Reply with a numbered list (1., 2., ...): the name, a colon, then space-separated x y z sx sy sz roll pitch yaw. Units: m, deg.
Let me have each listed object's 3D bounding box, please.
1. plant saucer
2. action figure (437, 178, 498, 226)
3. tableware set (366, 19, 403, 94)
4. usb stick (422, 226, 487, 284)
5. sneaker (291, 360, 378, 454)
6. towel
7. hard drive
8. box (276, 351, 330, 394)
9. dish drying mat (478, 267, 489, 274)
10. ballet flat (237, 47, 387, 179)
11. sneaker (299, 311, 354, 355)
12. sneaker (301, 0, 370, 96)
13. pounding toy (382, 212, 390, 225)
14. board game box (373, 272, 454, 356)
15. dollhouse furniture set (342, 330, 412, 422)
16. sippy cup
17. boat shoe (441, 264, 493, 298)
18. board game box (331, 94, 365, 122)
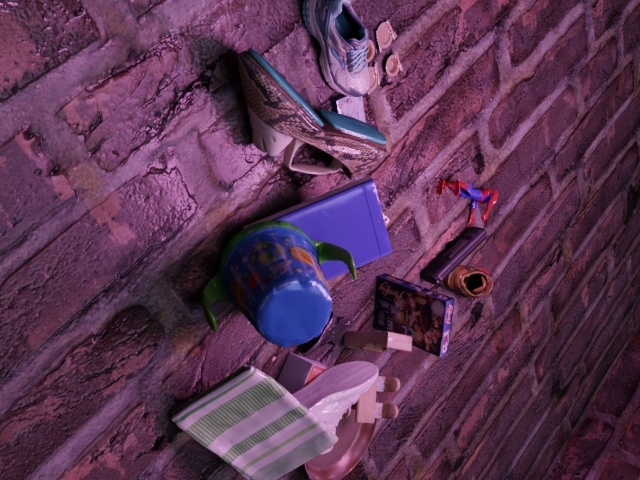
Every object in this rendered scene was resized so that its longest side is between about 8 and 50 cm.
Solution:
1. plant saucer: 0.050 0.544 1.960 0.310 0.050 0.311 -18 117 -41
2. action figure: 0.472 -0.110 2.140 0.280 0.091 0.139 3 95 -46
3. tableware set: 0.147 -0.461 1.720 0.168 0.020 0.141 -43 131 -28
4. usb stick: 0.424 0.045 2.149 0.278 0.077 0.045 -39 124 -29
5. sneaker: 0.026 0.429 1.722 0.292 0.108 0.169 -23 122 -27
6. towel: -0.149 0.435 1.570 0.247 0.038 0.325 -35 118 11
7. hard drive: 0.000 0.000 1.609 0.318 0.040 0.210 -23 121 -9
8. box: -0.046 0.395 1.772 0.130 0.091 0.171 29 83 -47
9. dish drying mat: 0.566 0.117 2.380 0.083 0.008 0.032 23 87 -48
10. ballet flat: -0.037 -0.240 1.521 0.482 0.164 0.182 21 115 -48
11. sneaker: 0.018 0.258 1.820 0.170 0.051 0.089 -52 130 -24
12. sneaker: 0.059 -0.438 1.558 0.110 0.122 0.283 -52 135 -20
13. pounding toy: 0.103 -0.042 1.753 0.100 0.141 0.130 39 82 -32
14. board game box: 0.256 0.206 1.908 0.042 0.243 0.165 -14 114 -43
15. dollhouse furniture set: 0.147 0.375 1.861 0.212 0.161 0.242 17 73 -44
16. sippy cup: -0.085 0.105 1.472 0.240 0.224 0.305 36 98 -32
17. boat shoe: 0.499 0.145 2.246 0.307 0.104 0.111 12 96 -47
18. board game box: 0.071 -0.318 1.690 0.090 0.020 0.090 -31 125 -34
